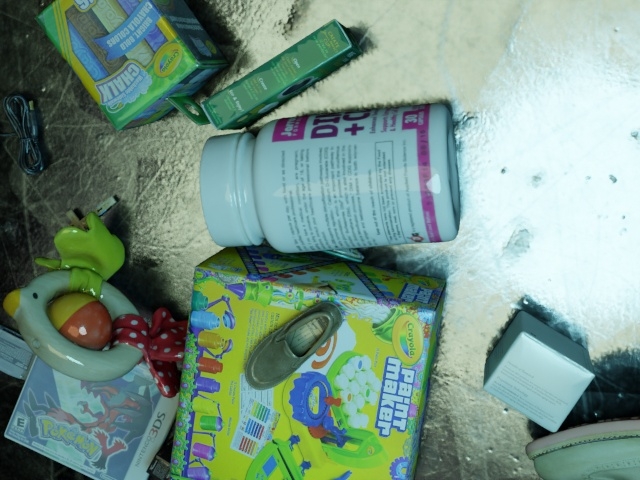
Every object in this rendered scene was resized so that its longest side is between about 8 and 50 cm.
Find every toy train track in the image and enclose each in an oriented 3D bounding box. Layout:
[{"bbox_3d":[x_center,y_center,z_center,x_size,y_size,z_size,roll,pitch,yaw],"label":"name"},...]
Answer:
[{"bbox_3d":[-0.298,-0.029,1.418,0.083,0.014,0.048,-37,86,11],"label":"toy train track"}]

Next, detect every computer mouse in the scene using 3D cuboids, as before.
[{"bbox_3d":[-0.456,-0.131,1.416,0.193,0.042,0.106,-4,100,12],"label":"computer mouse"}]

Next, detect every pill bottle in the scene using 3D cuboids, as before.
[{"bbox_3d":[0.014,-0.068,1.272,0.283,0.160,0.160,-5,99,12],"label":"pill bottle"}]

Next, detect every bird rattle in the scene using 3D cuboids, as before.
[{"bbox_3d":[-0.277,0.107,1.352,0.143,0.207,0.253,-43,81,34],"label":"bird rattle"}]

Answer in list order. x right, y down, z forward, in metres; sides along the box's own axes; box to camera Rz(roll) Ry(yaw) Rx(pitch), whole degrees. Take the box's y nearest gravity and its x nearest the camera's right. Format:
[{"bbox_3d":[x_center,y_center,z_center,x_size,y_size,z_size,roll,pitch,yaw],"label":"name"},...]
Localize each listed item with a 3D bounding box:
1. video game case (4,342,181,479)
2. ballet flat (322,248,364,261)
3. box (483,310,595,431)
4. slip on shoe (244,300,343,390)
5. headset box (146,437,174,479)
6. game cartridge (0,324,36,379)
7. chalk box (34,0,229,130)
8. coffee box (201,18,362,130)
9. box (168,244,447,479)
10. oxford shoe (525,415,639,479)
[{"bbox_3d":[-0.298,0.224,1.451,0.201,0.023,0.183,25,104,1],"label":"video game case"},{"bbox_3d":[0.000,0.000,1.352,0.114,0.041,0.041,9,102,8],"label":"ballet flat"},{"bbox_3d":[0.257,0.153,1.295,0.102,0.101,0.087,31,104,3],"label":"box"},{"bbox_3d":[-0.032,0.118,1.196,0.135,0.041,0.051,-37,91,14],"label":"slip on shoe"},{"bbox_3d":[-0.177,0.301,1.429,0.083,0.062,0.032,30,105,6],"label":"headset box"},{"bbox_3d":[-0.414,0.153,1.473,0.083,0.017,0.056,27,101,6],"label":"game cartridge"},{"bbox_3d":[-0.207,-0.218,1.304,0.132,0.132,0.213,-35,91,15],"label":"chalk box"},{"bbox_3d":[-0.042,-0.191,1.281,0.184,0.113,0.040,-30,90,12],"label":"coffee box"},{"bbox_3d":[-0.013,0.178,1.314,0.279,0.177,0.289,11,101,9],"label":"box"},{"bbox_3d":[0.413,0.267,1.210,0.397,0.140,0.146,-9,78,37],"label":"oxford shoe"}]
